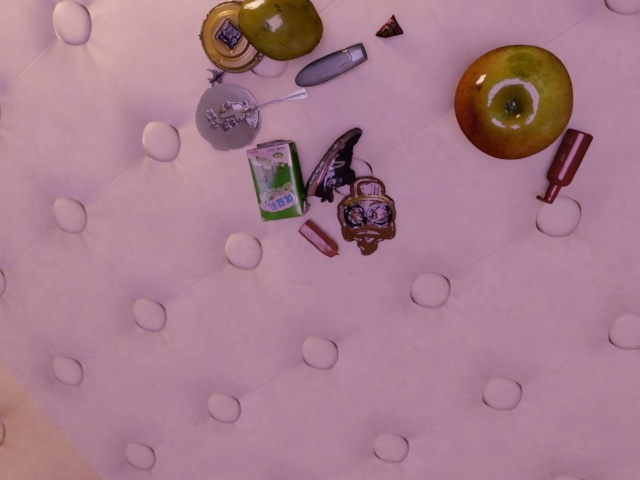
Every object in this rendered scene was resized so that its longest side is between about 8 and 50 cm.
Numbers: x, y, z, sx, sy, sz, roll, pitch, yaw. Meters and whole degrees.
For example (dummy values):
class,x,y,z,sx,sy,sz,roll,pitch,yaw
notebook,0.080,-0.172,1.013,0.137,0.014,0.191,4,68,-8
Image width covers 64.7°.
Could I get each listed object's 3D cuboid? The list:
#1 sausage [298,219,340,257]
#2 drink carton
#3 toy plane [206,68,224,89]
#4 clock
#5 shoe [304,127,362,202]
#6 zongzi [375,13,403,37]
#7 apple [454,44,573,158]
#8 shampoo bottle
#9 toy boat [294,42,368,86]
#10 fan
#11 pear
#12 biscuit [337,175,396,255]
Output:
class,x,y,z,sx,sy,sz,roll,pitch,yaw
sausage,0.000,0.000,1.826,0.169,0.065,0.065,42,108,-4
drink carton,-0.142,-0.210,1.762,0.161,0.108,0.270,-7,106,13
toy plane,-0.354,-0.559,1.728,0.083,0.031,0.078,-24,103,35
clock,-0.292,-0.675,1.676,0.237,0.057,0.236,3,107,9
shoe,0.065,-0.245,1.712,0.137,0.114,0.290,33,104,-7
zongzi,0.214,-0.658,1.593,0.083,0.073,0.067,-26,119,16
apple,0.569,-0.404,1.493,0.340,0.339,0.339,2,106,8
shampoo bottle,0.780,-0.233,1.623,0.086,0.085,0.244,21,107,2
toy boat,0.030,-0.566,1.652,0.261,0.085,0.078,-17,102,24
fan,-0.245,-0.451,1.744,0.415,0.012,0.232,-17,111,13
pear,-0.125,-0.669,1.572,0.269,0.212,0.212,15,108,-7
biscuit,0.162,-0.083,1.787,0.209,0.041,0.290,-1,106,10
